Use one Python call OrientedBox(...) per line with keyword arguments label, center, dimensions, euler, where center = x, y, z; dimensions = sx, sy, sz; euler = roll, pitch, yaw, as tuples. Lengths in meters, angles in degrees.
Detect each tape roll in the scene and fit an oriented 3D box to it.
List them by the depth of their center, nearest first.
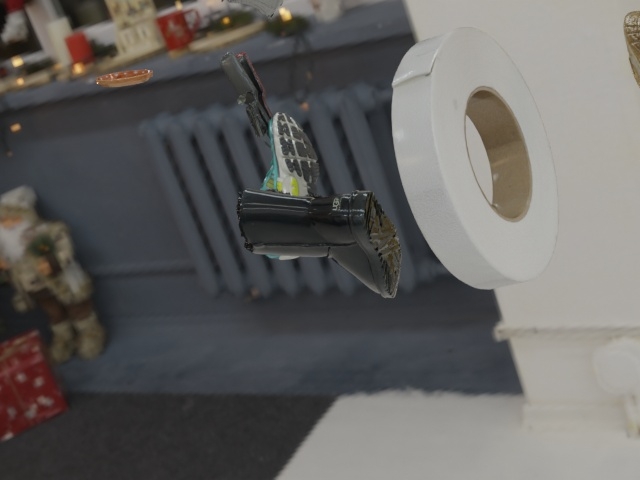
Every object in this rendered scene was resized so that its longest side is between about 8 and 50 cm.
OrientedBox(label="tape roll", center=(0.237, -0.122, 1.676), dimensions=(0.072, 0.392, 0.392), euler=(-15, 20, 35))

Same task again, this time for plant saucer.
OrientedBox(label="plant saucer", center=(-0.285, -0.235, 1.649), dimensions=(0.083, 0.013, 0.083), euler=(-7, 16, 2))

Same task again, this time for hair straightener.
OrientedBox(label="hair straightener", center=(-0.132, -0.246, 2.107), dimensions=(0.047, 0.230, 0.089), euler=(-26, -8, 31))

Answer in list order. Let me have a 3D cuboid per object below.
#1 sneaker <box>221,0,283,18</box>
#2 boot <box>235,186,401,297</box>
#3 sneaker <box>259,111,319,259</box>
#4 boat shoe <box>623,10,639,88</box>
OrientedBox(label="sneaker", center=(-0.198, -0.525, 2.247), dimensions=(0.115, 0.281, 0.105), euler=(-61, 4, 41))
OrientedBox(label="boot", center=(0.000, 0.000, 1.687), dimensions=(0.207, 0.246, 0.094), euler=(3, 62, 21))
OrientedBox(label="sneaker", center=(-0.071, -0.099, 2.000), dimensions=(0.110, 0.275, 0.107), euler=(-18, -26, 33))
OrientedBox(label="boat shoe", center=(0.475, -0.258, 1.646), dimensions=(0.063, 0.059, 0.170), euler=(-5, 58, -4))
